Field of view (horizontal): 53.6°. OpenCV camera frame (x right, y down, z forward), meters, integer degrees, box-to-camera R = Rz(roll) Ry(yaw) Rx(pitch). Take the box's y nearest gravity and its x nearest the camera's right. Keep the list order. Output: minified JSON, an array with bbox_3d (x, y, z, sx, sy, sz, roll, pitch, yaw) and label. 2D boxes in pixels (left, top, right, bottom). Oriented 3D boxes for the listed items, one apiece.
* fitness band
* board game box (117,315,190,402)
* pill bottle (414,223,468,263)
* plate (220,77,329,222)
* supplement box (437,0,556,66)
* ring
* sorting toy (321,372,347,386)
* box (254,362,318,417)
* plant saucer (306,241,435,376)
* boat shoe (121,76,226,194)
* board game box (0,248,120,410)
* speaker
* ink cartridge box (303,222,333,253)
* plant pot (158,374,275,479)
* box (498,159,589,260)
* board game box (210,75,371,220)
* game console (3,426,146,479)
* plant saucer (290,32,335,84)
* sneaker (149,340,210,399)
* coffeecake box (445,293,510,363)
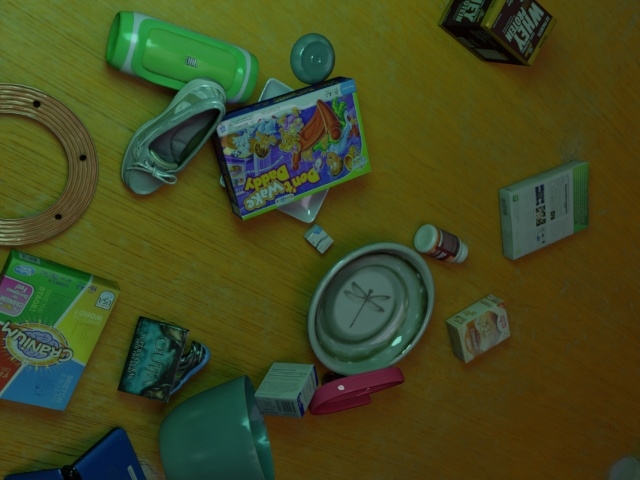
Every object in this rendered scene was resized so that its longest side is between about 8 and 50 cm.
[{"bbox_3d":[0.100,0.425,1.800,0.291,0.054,0.209,-9,152,-24],"label":"fitness band"},{"bbox_3d":[-0.404,0.289,1.536,0.126,0.026,0.186,16,93,-8],"label":"board game box"},{"bbox_3d":[0.351,0.015,1.829,0.152,0.086,0.086,21,98,-31],"label":"pill bottle"},{"bbox_3d":[-0.077,-0.213,1.548,0.278,0.045,0.277,23,96,-32],"label":"plate"},{"bbox_3d":[0.444,-0.552,1.605,0.191,0.194,0.129,26,95,-32],"label":"supplement box"},{"bbox_3d":[-0.630,-0.152,1.293,0.337,0.032,0.336,-9,111,-24],"label":"ring"},{"bbox_3d":[0.053,0.404,1.834,0.102,0.061,0.042,-16,118,4],"label":"sorting toy"},{"bbox_3d":[-0.088,0.396,1.686,0.137,0.126,0.072,-56,139,-53],"label":"box"},{"bbox_3d":[0.129,0.182,1.767,0.401,0.100,0.400,-9,111,-24],"label":"plant saucer"},{"bbox_3d":[-0.314,-0.204,1.341,0.320,0.103,0.118,-39,131,22],"label":"boat shoe"},{"bbox_3d":[-0.624,0.205,1.406,0.242,0.064,0.316,23,97,-32],"label":"board game box"},{"bbox_3d":[-0.286,-0.379,1.332,0.297,0.131,0.131,10,103,-30],"label":"speaker"},{"bbox_3d":[0.000,0.000,1.675,0.048,0.028,0.083,-48,123,-4],"label":"ink cartridge box"},{"bbox_3d":[-0.264,0.510,1.585,0.235,0.293,0.292,-15,116,-3],"label":"plant pot"},{"bbox_3d":[0.708,-0.099,1.991,0.322,0.058,0.232,-20,116,-19],"label":"box"},{"bbox_3d":[-0.065,-0.219,1.479,0.347,0.078,0.233,-23,117,-19],"label":"board game box"},{"bbox_3d":[-0.597,0.638,1.603,0.250,0.174,0.292,-41,128,-46],"label":"game console"},{"bbox_3d":[-0.014,-0.432,1.514,0.120,0.021,0.119,-9,112,-24],"label":"plant saucer"},{"bbox_3d":[-0.364,0.326,1.595,0.188,0.067,0.078,-43,100,-5],"label":"sneaker"},{"bbox_3d":[0.503,0.280,2.016,0.186,0.068,0.142,-27,117,-17],"label":"coffeecake box"}]
